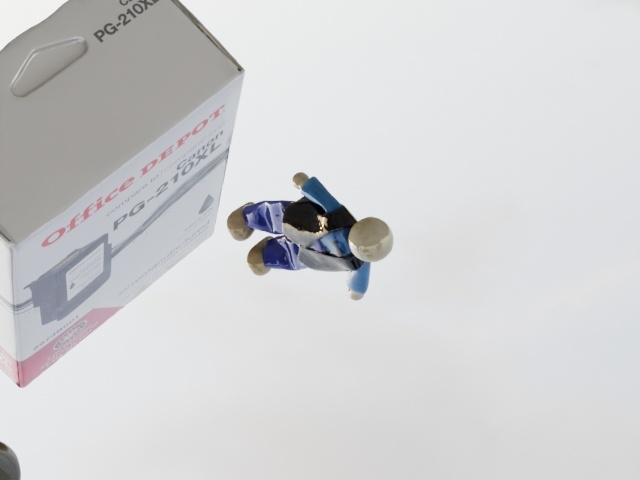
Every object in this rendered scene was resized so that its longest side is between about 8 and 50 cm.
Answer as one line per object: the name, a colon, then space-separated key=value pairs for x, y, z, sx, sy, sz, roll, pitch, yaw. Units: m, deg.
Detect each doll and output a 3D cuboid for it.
doll: x=0.000 y=0.000 z=1.501 sx=0.046 sy=0.129 sz=0.189 roll=-40 pitch=-159 yaw=-30

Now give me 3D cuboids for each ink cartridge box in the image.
ink cartridge box: x=-0.147 y=-0.033 z=1.057 sx=0.172 sy=0.100 sz=0.237 roll=-40 pitch=167 yaw=-21

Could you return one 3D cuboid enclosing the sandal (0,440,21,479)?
sandal: x=-0.302 y=0.260 z=1.410 sx=0.060 sy=0.090 sz=0.219 roll=35 pitch=-88 yaw=41
